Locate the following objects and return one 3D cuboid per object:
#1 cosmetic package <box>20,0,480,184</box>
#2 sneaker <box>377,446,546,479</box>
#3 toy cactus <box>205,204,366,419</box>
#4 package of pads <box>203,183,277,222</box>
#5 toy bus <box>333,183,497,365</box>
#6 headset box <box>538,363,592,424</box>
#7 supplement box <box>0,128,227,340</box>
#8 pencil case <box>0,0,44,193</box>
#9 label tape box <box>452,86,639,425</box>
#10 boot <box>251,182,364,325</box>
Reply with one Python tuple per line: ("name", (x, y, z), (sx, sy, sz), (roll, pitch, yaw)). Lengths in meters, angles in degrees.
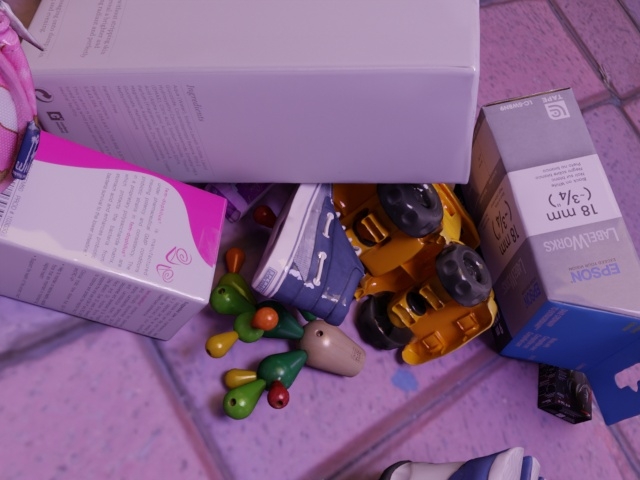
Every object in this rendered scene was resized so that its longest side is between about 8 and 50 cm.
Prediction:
("cosmetic package", (-0.051, -0.177, 0.654), (0.386, 0.156, 0.217), (4, 57, 8))
("sneaker", (0.141, 0.290, 0.671), (0.315, 0.182, 0.127), (56, 45, -34))
("toy cactus", (-0.025, 0.081, 0.701), (0.181, 0.112, 0.218), (32, 44, -27))
("package of pads", (-0.084, -0.062, 0.772), (0.050, 0.032, 0.083), (44, 51, -3))
("toy bus", (0.111, -0.001, 0.808), (0.220, 0.149, 0.211), (53, 35, 0))
("headset box", (0.311, 0.182, 0.891), (0.062, 0.032, 0.083), (27, 55, -17))
("supplement box", (-0.208, -0.005, 0.613), (0.220, 0.114, 0.111), (20, 55, -21))
("pencil case", (-0.312, -0.186, 0.532), (0.167, 0.160, 0.386), (-12, 46, -20))
("label tape box", (0.254, 0.038, 0.786), (0.106, 0.240, 0.333), (-12, 68, -3))
("boot", (0.000, 0.000, 0.667), (0.086, 0.069, 0.190), (29, 41, -9))
